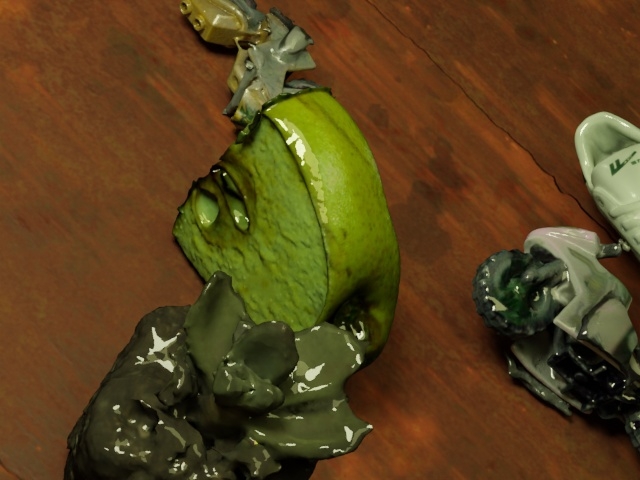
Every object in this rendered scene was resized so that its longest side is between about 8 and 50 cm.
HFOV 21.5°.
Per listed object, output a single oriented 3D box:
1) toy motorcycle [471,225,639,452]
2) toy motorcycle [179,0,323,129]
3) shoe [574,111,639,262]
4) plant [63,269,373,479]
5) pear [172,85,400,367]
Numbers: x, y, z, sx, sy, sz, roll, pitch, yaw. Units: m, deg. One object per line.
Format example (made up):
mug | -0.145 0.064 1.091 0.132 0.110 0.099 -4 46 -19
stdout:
toy motorcycle | 0.316 0.104 1.893 0.327 0.143 0.188 40 49 -9
toy motorcycle | -0.081 -0.205 1.911 0.130 0.094 0.229 -25 68 -36
shoe | 0.391 -0.031 1.928 0.160 0.132 0.363 44 12 -30
plant | -0.097 0.171 1.511 0.215 0.312 0.213 32 53 -10
pear | 0.000 0.000 1.723 0.164 0.238 0.255 -16 67 -42
